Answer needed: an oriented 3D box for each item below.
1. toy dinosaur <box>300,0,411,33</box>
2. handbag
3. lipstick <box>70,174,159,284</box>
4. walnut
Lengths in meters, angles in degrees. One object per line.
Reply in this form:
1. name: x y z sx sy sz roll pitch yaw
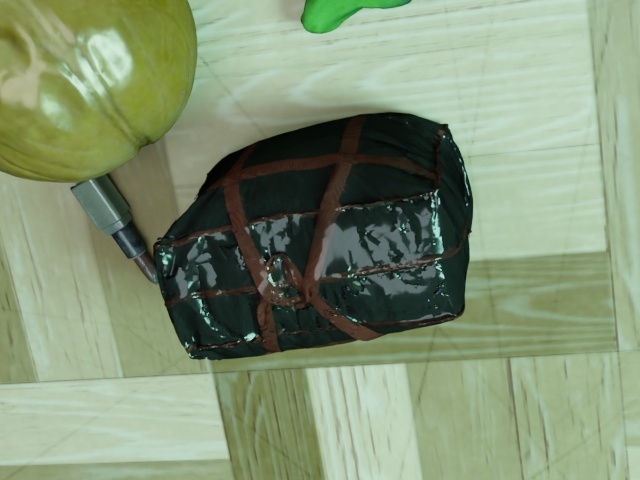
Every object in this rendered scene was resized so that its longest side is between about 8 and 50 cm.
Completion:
1. toy dinosaur: 0.102 -0.382 0.627 0.500 0.144 0.374 -25 106 25
2. handbag: 0.000 0.000 0.763 0.215 0.169 0.155 -11 106 16
3. lipstick: -0.162 -0.007 0.878 0.025 0.025 0.107 -26 108 20
4. walnut: -0.194 -0.148 0.755 0.221 0.195 0.195 46 113 3
